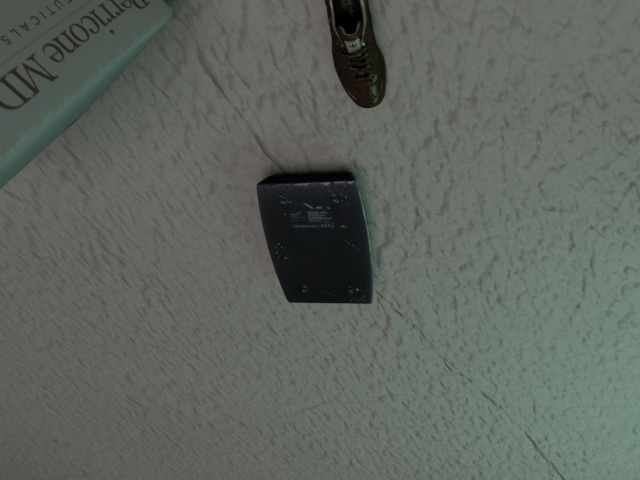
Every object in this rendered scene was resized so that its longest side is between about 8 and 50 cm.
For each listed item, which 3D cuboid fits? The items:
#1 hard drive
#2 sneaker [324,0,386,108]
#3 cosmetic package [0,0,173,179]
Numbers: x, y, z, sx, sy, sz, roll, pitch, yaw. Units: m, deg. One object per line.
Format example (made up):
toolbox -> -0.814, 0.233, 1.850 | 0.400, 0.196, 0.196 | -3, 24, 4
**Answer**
hard drive -> 0.000, 0.000, 0.856 | 0.171, 0.054, 0.255 | -1, 129, 13
sneaker -> 0.037, -0.241, 0.637 | 0.066, 0.071, 0.188 | -7, 127, 17
cosmetic package -> -0.452, -0.242, 0.534 | 0.327, 0.329, 0.394 | -19, 125, 43
